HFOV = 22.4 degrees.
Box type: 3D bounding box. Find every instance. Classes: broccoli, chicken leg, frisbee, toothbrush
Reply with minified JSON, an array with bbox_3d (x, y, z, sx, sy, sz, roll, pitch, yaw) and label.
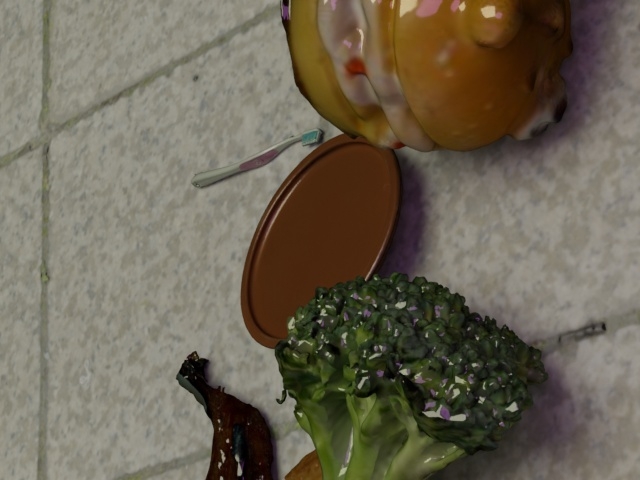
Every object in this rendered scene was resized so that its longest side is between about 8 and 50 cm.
[{"bbox_3d":[0.076,0.157,1.459,0.247,0.288,0.246,6,105,6],"label":"broccoli"},{"bbox_3d":[-0.100,0.217,1.727,0.106,0.051,0.253,-44,46,32],"label":"chicken leg"},{"bbox_3d":[0.000,0.000,1.683,0.251,0.021,0.251,-37,37,35],"label":"frisbee"},{"bbox_3d":[-0.074,-0.093,1.834,0.204,0.017,0.022,-18,44,40],"label":"toothbrush"}]

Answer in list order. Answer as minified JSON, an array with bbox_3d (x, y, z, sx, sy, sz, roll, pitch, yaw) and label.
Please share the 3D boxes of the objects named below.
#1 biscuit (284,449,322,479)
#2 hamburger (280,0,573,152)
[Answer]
[{"bbox_3d":[0.010,0.276,1.603,0.224,0.033,0.145,-41,49,28],"label":"biscuit"},{"bbox_3d":[0.126,-0.210,1.509,0.236,0.276,0.276,6,80,34],"label":"hamburger"}]
